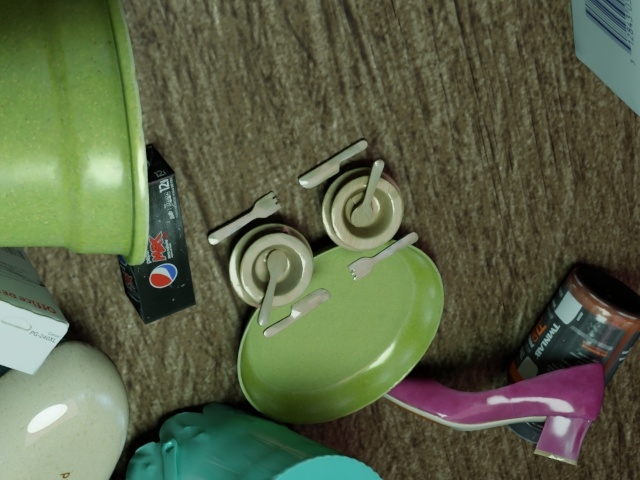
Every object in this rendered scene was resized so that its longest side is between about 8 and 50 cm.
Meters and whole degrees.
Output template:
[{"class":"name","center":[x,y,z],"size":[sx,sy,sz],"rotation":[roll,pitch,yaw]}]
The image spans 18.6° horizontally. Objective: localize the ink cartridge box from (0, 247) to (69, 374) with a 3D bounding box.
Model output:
[{"class":"ink cartridge box","center":[-0.302,0.040,1.716],"size":[0.109,0.150,0.063],"rotation":[24,110,-43]}]

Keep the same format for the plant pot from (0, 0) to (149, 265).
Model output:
[{"class":"plant pot","center":[-0.286,-0.097,1.560],"size":[0.254,0.276,0.276],"rotation":[-9,130,-13]}]

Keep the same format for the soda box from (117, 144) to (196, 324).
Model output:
[{"class":"soda box","center":[-0.162,-0.004,1.841],"size":[0.060,0.053,0.169],"rotation":[-21,133,-17]}]

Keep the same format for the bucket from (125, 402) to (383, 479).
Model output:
[{"class":"bucket","center":[-0.063,0.317,2.008],"size":[0.281,0.183,0.281],"rotation":[-9,104,-38]}]

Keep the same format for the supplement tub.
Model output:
[{"class":"supplement tub","center":[0.280,0.134,2.205],"size":[0.106,0.106,0.198],"rotation":[12,117,-39]}]

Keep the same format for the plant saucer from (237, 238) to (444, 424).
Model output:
[{"class":"plant saucer","center":[0.016,0.088,2.045],"size":[0.241,0.037,0.241],"rotation":[-17,132,-20]}]

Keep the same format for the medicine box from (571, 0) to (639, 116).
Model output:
[{"class":"medicine box","center":[0.398,-0.295,1.896],"size":[0.289,0.149,0.263],"rotation":[-26,135,-13]}]

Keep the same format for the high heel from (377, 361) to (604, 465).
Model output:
[{"class":"high heel","center":[0.186,0.157,2.138],"size":[0.082,0.244,0.117],"rotation":[46,61,-77]}]

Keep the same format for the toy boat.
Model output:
[{"class":"toy boat","center":[-0.335,0.188,1.842],"size":[0.318,0.148,0.267],"rotation":[0,130,-42]}]

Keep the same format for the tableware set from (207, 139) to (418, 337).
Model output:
[{"class":"tableware set","center":[0.000,0.000,1.923],"size":[0.194,0.039,0.128],"rotation":[-33,111,-7]}]
